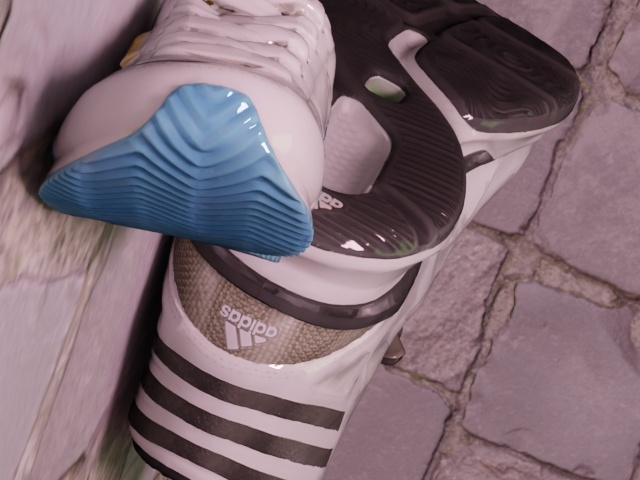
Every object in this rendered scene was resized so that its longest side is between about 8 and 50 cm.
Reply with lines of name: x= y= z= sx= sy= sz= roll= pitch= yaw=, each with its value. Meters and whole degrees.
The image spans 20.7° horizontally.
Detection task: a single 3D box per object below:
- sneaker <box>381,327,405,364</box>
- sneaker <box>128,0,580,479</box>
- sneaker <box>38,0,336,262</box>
sneaker: x=0.012 y=0.003 z=1.173 sx=0.087 sy=0.130 sz=0.227 roll=-63 pitch=170 yaw=-73
sneaker: x=-0.001 y=0.000 z=1.017 sx=0.257 sy=0.169 sz=0.447 roll=-62 pitch=173 yaw=27
sneaker: x=-0.037 y=-0.045 z=0.582 sx=0.229 sy=0.087 sz=0.092 roll=177 pitch=-74 yaw=-86
